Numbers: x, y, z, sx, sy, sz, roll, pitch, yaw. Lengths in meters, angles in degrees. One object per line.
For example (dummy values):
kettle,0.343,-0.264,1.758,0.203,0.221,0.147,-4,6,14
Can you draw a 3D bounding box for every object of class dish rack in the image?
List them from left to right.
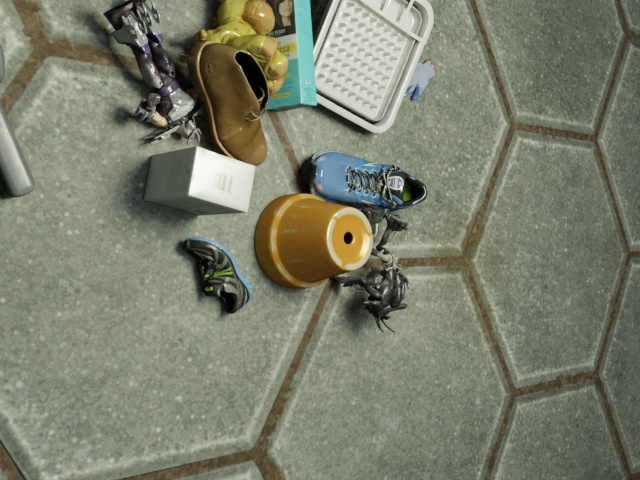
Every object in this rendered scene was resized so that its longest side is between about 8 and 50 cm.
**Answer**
dish rack,0.097,-0.437,1.692,0.286,0.072,0.332,22,90,-39

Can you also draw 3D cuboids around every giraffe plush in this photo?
giraffe plush,-0.155,-0.408,1.479,0.211,0.181,0.170,15,65,-5

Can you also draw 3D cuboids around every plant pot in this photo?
plant pot,0.000,0.000,1.558,0.205,0.188,0.205,1,88,-41

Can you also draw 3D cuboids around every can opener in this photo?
can opener,-0.515,-0.212,1.195,0.095,0.076,0.283,-30,109,-37

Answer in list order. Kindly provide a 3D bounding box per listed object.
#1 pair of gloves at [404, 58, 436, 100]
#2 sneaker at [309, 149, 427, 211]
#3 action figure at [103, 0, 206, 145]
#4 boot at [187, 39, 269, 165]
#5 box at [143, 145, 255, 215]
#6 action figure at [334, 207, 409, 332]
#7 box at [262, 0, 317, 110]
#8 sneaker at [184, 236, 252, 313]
pair of gloves,0.221,-0.458,1.873,0.159,0.023,0.198,-41,115,-36
sneaker,0.113,-0.137,1.688,0.330,0.147,0.129,6,85,-40
action figure,-0.292,-0.301,1.376,0.185,0.099,0.284,-53,126,-45
boot,-0.148,-0.246,1.438,0.112,0.115,0.305,-64,151,-30
box,-0.225,-0.106,1.378,0.130,0.171,0.090,15,80,-40
action figure,0.125,0.070,1.701,0.164,0.141,0.275,10,81,-44
box,-0.071,-0.398,1.559,0.060,0.101,0.244,-8,94,-57
sneaker,-0.203,0.068,1.461,0.078,0.067,0.188,-54,124,-35
